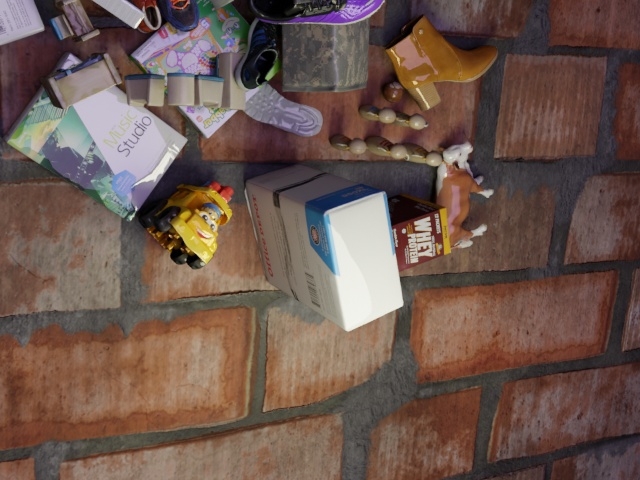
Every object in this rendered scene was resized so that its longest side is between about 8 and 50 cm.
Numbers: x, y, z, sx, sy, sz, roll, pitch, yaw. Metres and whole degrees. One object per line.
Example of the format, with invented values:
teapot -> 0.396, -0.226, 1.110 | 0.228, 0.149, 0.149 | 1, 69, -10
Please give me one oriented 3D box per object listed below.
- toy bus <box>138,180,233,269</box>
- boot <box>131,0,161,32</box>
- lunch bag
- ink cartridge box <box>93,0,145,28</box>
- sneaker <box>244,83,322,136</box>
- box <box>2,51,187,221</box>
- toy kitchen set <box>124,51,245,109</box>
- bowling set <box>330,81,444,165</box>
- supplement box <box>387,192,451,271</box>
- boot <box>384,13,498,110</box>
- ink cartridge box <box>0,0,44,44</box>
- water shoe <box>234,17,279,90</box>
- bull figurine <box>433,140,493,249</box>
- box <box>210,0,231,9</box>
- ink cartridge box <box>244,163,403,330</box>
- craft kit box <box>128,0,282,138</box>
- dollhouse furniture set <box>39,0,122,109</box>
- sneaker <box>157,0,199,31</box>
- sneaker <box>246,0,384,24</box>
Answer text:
toy bus -> -0.276, -0.057, 1.885 | 0.211, 0.220, 0.149 | -44, 115, -18
boot -> -0.374, -0.521, 1.769 | 0.059, 0.085, 0.157 | -20, 111, -21
lunch bag -> 0.028, -0.467, 1.945 | 0.287, 0.169, 0.235 | -24, 117, -63
ink cartridge box -> -0.461, -0.511, 1.650 | 0.208, 0.206, 0.045 | 34, 97, -31
sneaker -> -0.112, -0.308, 1.978 | 0.235, 0.095, 0.090 | 27, 87, -12
box -> -0.482, -0.221, 1.811 | 0.322, 0.058, 0.232 | 36, 86, -30
toy kitchen set -> -0.289, -0.347, 1.793 | 0.207, 0.166, 0.122 | -8, 101, -56
bowling set -> 0.179, -0.298, 2.096 | 0.287, 0.154, 0.199 | 1, 104, -29
supplement box -> 0.200, -0.020, 2.166 | 0.194, 0.191, 0.129 | -19, 113, -24
boot -> 0.316, -0.495, 2.148 | 0.295, 0.104, 0.211 | -38, 115, -16
ink cartridge box -> -0.704, -0.455, 1.585 | 0.278, 0.117, 0.201 | -26, 115, -21
water shoe -> -0.118, -0.413, 1.814 | 0.073, 0.080, 0.203 | 38, 61, -47
bull figurine -> 0.379, -0.117, 2.290 | 0.189, 0.101, 0.310 | 9, 99, -32
box -> -0.201, -0.695, 1.730 | 0.215, 0.168, 0.345 | -36, 107, -16
ink cartridge box -> 0.000, 0.000, 1.946 | 0.166, 0.395, 0.285 | -21, 114, -25
craft kit box -> -0.252, -0.400, 1.860 | 0.250, 0.061, 0.246 | -46, 110, -10
dollhouse furniture set -> -0.505, -0.374, 1.652 | 0.129, 0.129, 0.183 | -30, 113, -18
sneaker -> -0.318, -0.547, 1.758 | 0.083, 0.087, 0.221 | -24, 96, -7
sneaker -> -0.014, -0.494, 1.714 | 0.294, 0.146, 0.102 | -4, 100, 13
